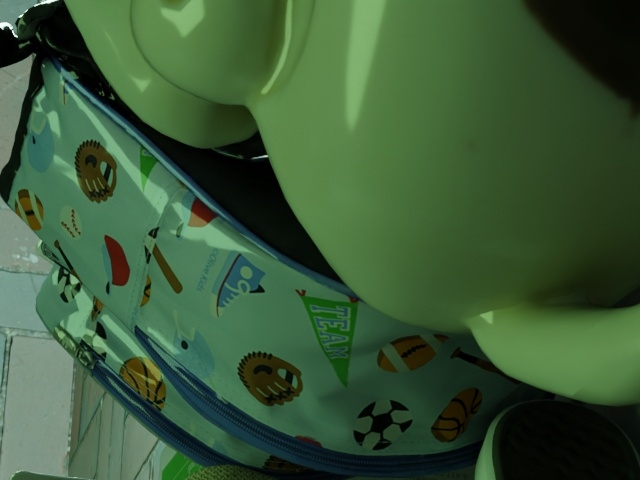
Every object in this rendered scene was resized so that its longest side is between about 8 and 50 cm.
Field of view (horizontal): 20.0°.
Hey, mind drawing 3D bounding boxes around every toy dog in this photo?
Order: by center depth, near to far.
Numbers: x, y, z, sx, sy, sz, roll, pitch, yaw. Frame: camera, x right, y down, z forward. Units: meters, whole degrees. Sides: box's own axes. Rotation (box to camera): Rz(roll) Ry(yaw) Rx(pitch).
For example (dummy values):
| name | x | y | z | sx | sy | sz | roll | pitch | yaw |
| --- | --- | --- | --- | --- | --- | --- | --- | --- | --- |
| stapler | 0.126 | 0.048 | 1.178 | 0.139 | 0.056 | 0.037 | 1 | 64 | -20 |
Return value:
| name | x | y | z | sx | sy | sz | roll | pitch | yaw |
| --- | --- | --- | --- | --- | --- | --- | --- | --- | --- |
| toy dog | 0.078 | -0.186 | 0.644 | 0.395 | 0.284 | 0.408 | -98 | 23 | -47 |

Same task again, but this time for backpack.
| name | x | y | z | sx | sy | sz | roll | pitch | yaw |
| --- | --- | --- | --- | --- | --- | --- | --- | --- | --- |
| backpack | 0.000 | 0.000 | 0.875 | 0.263 | 0.276 | 0.213 | 38 | 130 | 37 |

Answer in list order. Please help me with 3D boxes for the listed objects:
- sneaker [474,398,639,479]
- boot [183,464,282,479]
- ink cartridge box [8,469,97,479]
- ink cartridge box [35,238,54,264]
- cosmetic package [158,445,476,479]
| name | x | y | z | sx | sy | sz | roll | pitch | yaw |
| --- | --- | --- | --- | --- | --- | --- | --- | --- | --- |
| sneaker | 0.097 | 0.211 | 0.746 | 0.290 | 0.106 | 0.123 | -81 | 5 | -48 |
| boot | 0.014 | 0.238 | 0.820 | 0.262 | 0.095 | 0.203 | 55 | -169 | -41 |
| ink cartridge box | -0.129 | 0.223 | 0.954 | 0.067 | 0.115 | 0.198 | -111 | 34 | -59 |
| ink cartridge box | -0.072 | -0.061 | 1.289 | 0.207 | 0.119 | 0.353 | -54 | 3 | 7 |
| cosmetic package | -0.005 | 0.269 | 0.994 | 0.197 | 0.155 | 0.365 | 127 | 149 | -58 |
